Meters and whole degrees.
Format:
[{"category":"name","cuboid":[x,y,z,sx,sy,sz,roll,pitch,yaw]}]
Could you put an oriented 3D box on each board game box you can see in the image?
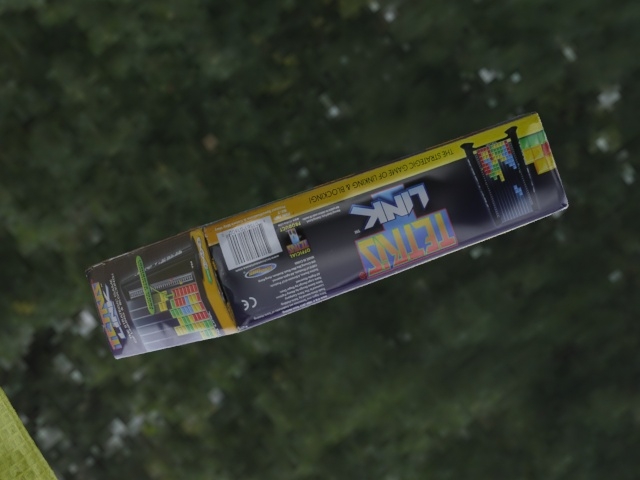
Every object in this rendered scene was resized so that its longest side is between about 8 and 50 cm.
[{"category":"board game box","cuboid":[0.000,0.000,0.814,0.170,0.048,0.141,-20,180,-27]}]

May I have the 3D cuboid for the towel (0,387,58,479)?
[{"category":"towel","cuboid":[-0.103,0.087,0.501,0.021,0.237,0.102,-25,-171,44]}]
